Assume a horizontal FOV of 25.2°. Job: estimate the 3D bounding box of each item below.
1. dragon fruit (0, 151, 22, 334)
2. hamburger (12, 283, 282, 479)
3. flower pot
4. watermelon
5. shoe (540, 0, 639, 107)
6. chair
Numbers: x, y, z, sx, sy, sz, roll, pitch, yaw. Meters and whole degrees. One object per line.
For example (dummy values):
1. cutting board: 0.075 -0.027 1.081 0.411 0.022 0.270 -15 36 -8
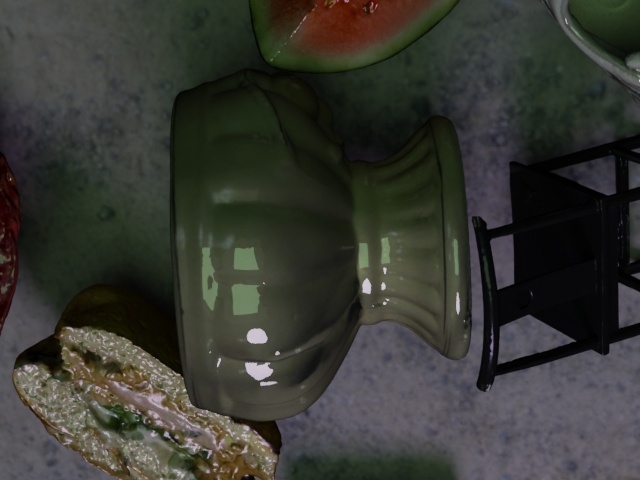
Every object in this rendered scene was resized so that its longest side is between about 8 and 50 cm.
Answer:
1. dragon fruit: -0.376 -0.037 1.351 0.317 0.152 0.205 34 92 7
2. hamburger: -0.162 0.153 1.382 0.283 0.156 0.144 38 103 -23
3. flower pot: 0.000 0.000 1.244 0.244 0.307 0.307 -2 110 -2
4. watermelon: 0.011 -0.245 1.240 0.193 0.145 0.137 -22 142 -15
5. shoe: 0.294 -0.162 1.187 0.342 0.210 0.132 40 109 -9
6. chair: 0.217 0.013 1.239 0.260 0.141 0.154 -14 111 -23
